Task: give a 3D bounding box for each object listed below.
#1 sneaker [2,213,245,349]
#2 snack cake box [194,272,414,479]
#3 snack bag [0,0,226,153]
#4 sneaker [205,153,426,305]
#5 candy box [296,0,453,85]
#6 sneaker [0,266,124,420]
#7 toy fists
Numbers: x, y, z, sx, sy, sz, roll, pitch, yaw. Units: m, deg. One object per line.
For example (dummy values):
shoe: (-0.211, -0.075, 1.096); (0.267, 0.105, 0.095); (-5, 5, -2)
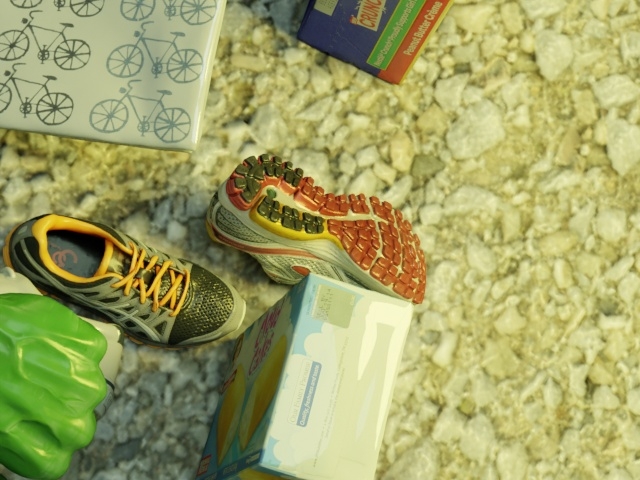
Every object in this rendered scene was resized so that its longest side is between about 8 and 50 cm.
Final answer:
sneaker: (-0.165, 0.034, 1.343); (0.215, 0.083, 0.084); (17, 70, -12)
snack cake box: (-0.020, 0.133, 1.260); (0.089, 0.264, 0.152); (17, 72, -11)
snack bag: (-0.217, -0.249, 1.350); (0.323, 0.037, 0.342); (9, 74, 14)
sneaker: (0.000, 0.000, 1.405); (0.225, 0.093, 0.088); (28, 50, -23)
candy box: (0.106, -0.339, 1.417); (0.122, 0.268, 0.317); (25, 71, -4)
sneaker: (-0.286, 0.065, 1.305); (0.258, 0.094, 0.091); (26, 61, -18)
toy fists: (-0.271, 0.167, 1.227); (0.142, 0.096, 0.279); (32, 95, -10)
